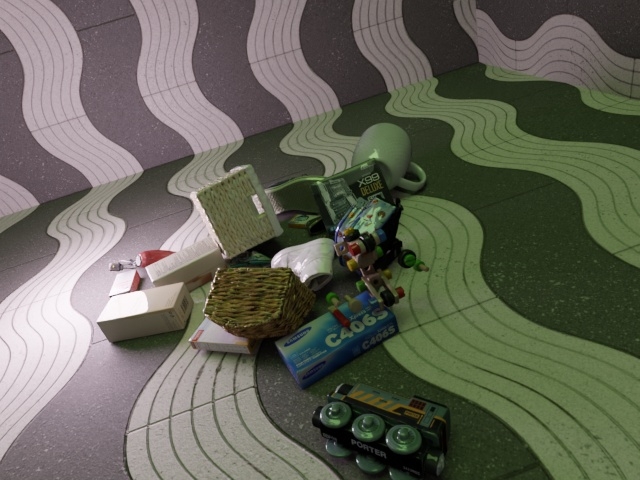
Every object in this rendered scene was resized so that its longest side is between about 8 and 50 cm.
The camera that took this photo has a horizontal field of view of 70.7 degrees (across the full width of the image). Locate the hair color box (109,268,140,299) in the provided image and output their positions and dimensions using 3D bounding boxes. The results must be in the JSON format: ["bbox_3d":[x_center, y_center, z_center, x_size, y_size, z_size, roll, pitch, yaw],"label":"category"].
[{"bbox_3d":[-0.860,0.202,1.989,0.092,0.054,0.167,-15,30,-2],"label":"hair color box"}]

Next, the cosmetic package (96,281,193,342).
[{"bbox_3d":[-0.662,0.274,1.725,0.309,0.113,0.160,-11,31,6],"label":"cosmetic package"}]

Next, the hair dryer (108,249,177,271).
[{"bbox_3d":[-0.812,0.081,2.094,0.293,0.080,0.223,-5,7,-6],"label":"hair dryer"}]

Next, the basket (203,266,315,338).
[{"bbox_3d":[-0.194,0.225,1.475,0.298,0.223,0.214,-2,60,23],"label":"basket"}]

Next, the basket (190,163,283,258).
[{"bbox_3d":[-0.376,-0.128,1.966,0.266,0.329,0.331,-28,15,-15],"label":"basket"}]

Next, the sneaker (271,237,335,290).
[{"bbox_3d":[-0.075,0.111,1.640,0.292,0.108,0.169,-23,49,35],"label":"sneaker"}]

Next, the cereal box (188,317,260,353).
[{"bbox_3d":[-0.305,0.304,1.543,0.239,0.048,0.173,-2,32,25],"label":"cereal box"}]

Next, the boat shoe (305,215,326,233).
[{"bbox_3d":[0.044,-0.091,2.012,0.227,0.081,0.069,-25,34,0],"label":"boat shoe"}]

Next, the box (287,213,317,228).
[{"bbox_3d":[-0.076,-0.089,2.109,0.136,0.028,0.081,3,35,33],"label":"box"}]

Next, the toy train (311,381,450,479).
[{"bbox_3d":[0.147,0.440,1.071,0.333,0.143,0.190,6,25,35],"label":"toy train"}]

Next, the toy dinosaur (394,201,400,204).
[{"bbox_3d":[0.254,-0.172,2.058,0.118,0.064,0.268,-13,25,-24],"label":"toy dinosaur"}]

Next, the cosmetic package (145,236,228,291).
[{"bbox_3d":[-0.559,0.122,1.903,0.296,0.129,0.153,-27,34,-18],"label":"cosmetic package"}]

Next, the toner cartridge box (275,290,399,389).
[{"bbox_3d":[0.051,0.296,1.388,0.347,0.075,0.165,-27,31,-17],"label":"toner cartridge box"}]

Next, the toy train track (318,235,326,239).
[{"bbox_3d":[0.000,0.000,1.944,0.048,0.014,0.083,7,39,34],"label":"toy train track"}]

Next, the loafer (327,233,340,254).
[{"bbox_3d":[0.070,0.011,1.851,0.223,0.076,0.078,-30,-1,-16],"label":"loafer"}]

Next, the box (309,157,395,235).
[{"bbox_3d":[0.138,-0.181,1.929,0.307,0.243,0.076,-21,-12,6],"label":"box"}]

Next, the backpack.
[{"bbox_3d":[0.169,-0.009,1.642,0.213,0.277,0.264,20,58,23],"label":"backpack"}]

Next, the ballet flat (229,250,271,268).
[{"bbox_3d":[-0.298,0.074,1.905,0.188,0.070,0.070,-8,32,12],"label":"ballet flat"}]

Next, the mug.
[{"bbox_3d":[0.326,-0.352,2.139,0.373,0.276,0.328,25,36,1],"label":"mug"}]

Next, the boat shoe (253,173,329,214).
[{"bbox_3d":[-0.099,-0.227,2.181,0.499,0.187,0.156,-7,26,32],"label":"boat shoe"}]

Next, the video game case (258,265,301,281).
[{"bbox_3d":[-0.155,0.174,1.721,0.248,0.035,0.275,-13,30,5],"label":"video game case"}]

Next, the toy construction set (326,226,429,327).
[{"bbox_3d":[0.120,0.100,1.426,0.309,0.257,0.237,-50,24,-3],"label":"toy construction set"}]
